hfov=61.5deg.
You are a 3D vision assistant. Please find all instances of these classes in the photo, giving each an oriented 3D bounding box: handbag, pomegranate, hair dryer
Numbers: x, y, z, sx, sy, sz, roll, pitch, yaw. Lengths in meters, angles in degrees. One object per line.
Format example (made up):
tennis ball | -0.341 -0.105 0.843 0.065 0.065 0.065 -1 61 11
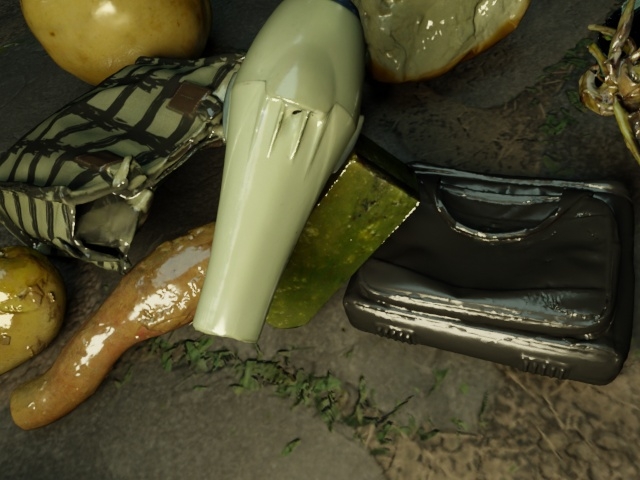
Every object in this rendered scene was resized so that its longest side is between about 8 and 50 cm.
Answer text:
handbag | 0.178 0.011 0.568 0.275 0.088 0.244 8 50 25
handbag | -0.253 -0.116 0.715 0.327 0.163 0.325 10 51 47
pomegranate | -0.351 -0.433 0.956 0.332 0.333 0.333 -9 49 10
hair dryer | -0.050 -0.037 0.511 0.118 0.298 0.296 18 62 -5

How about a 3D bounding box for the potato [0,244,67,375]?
potato | -0.385 0.090 0.651 0.176 0.137 0.137 -44 49 7

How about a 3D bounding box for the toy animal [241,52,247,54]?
toy animal | -0.039 -0.316 0.928 0.136 0.073 0.181 -41 63 -7

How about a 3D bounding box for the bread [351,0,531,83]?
bread | 0.156 -0.379 0.806 0.278 0.225 0.250 -28 42 7

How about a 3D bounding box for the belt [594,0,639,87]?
belt | 0.453 -0.261 0.711 0.198 0.078 0.151 -42 47 -15

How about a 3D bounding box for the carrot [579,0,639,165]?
carrot | 0.430 -0.139 0.533 0.331 0.193 0.214 13 15 29

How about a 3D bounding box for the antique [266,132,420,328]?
antique | 0.000 0.000 0.556 0.221 0.080 0.081 -50 18 28

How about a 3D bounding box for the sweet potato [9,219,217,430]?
sweet potato | -0.186 0.072 0.614 0.385 0.109 0.109 -38 50 -15

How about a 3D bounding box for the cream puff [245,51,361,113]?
cream puff | -0.014 -0.195 0.767 0.183 0.183 0.169 -16 74 4
